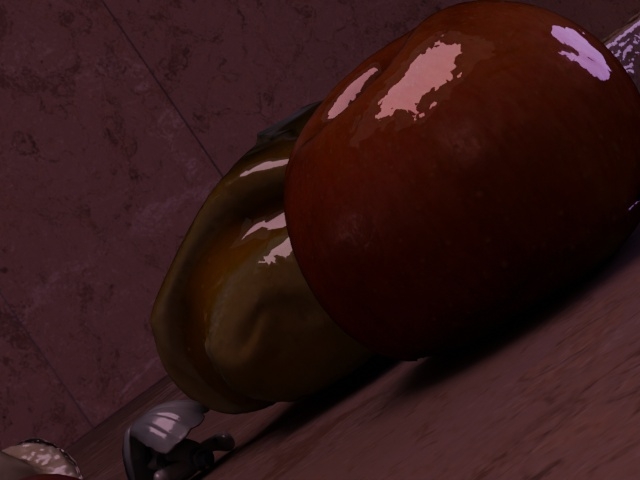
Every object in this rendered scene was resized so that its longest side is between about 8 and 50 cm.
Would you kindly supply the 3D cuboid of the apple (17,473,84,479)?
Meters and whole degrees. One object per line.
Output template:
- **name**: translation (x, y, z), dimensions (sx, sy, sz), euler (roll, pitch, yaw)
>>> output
- **apple**: translation (-0.160, 0.195, 1.004), dimensions (0.153, 0.120, 0.153), euler (-28, 1, 0)

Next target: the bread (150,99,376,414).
- **bread**: translation (0.000, 0.000, 1.627), dimensions (0.300, 0.210, 0.341), euler (-28, 7, 37)

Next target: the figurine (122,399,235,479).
- **figurine**: translation (-0.126, 0.182, 1.640), dimensions (0.086, 0.082, 0.094), euler (-16, 19, 19)

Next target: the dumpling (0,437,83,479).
- **dumpling**: translation (-0.282, 0.257, 1.588), dimensions (0.172, 0.142, 0.247), euler (4, 39, 31)

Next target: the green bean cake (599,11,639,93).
- **green bean cake**: translation (0.316, -0.160, 1.863), dimensions (0.179, 0.109, 0.085), euler (-35, 2, -31)

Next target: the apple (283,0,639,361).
- **apple**: translation (0.093, -0.041, 1.312), dimensions (0.251, 0.206, 0.272), euler (-39, 5, -22)
